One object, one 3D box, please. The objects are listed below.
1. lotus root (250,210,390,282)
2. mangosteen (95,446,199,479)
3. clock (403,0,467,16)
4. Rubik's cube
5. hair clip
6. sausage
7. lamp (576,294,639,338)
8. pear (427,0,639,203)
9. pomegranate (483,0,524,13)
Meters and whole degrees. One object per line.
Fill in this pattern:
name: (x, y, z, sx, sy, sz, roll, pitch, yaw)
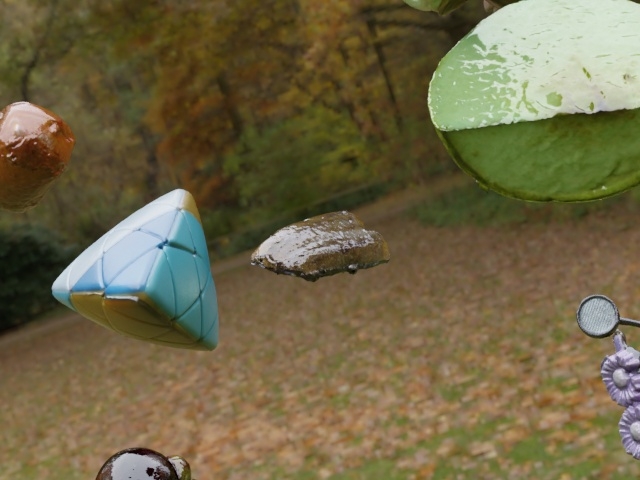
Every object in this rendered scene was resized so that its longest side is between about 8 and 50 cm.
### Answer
lotus root: (0.000, 0.000, 2.087, 0.167, 0.078, 0.329, 18, 17, 27)
mangosteen: (-0.207, 0.309, 1.460, 0.140, 0.140, 0.140, -19, 3, 1)
clock: (0.081, -0.373, 1.236, 0.117, 0.286, 0.348, -36, 25, 2)
Rubik's cube: (-0.208, 0.049, 1.715, 0.254, 0.254, 0.254, -19, 3, 1)
hair clip: (0.567, 0.296, 2.131, 0.085, 0.292, 0.106, -8, -19, -27)
sausage: (-0.543, -0.145, 2.167, 0.141, 0.153, 0.268, 25, -33, -20)
lamp: (0.598, 0.149, 1.896, 0.371, 0.130, 0.108, -3, -10, 16)
pear: (0.258, -0.161, 1.286, 0.288, 0.239, 0.139, -7, -40, 5)
pomegranate: (0.258, -0.358, 1.535, 0.180, 0.180, 0.209, -20, -14, -22)
